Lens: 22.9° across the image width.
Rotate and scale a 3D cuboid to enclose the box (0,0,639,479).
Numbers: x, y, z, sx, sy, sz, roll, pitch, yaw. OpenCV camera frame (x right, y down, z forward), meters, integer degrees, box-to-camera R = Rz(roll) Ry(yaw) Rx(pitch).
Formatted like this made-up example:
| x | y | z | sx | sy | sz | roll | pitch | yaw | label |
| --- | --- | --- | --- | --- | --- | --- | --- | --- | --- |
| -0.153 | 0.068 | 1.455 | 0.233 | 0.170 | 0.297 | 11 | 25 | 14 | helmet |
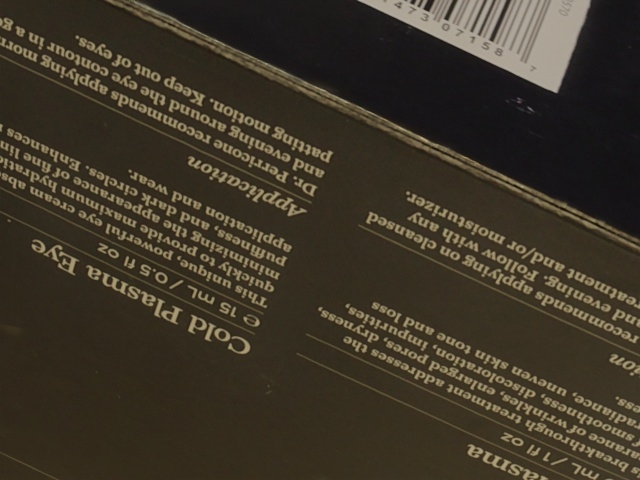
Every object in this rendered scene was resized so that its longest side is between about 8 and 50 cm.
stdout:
| x | y | z | sx | sy | sz | roll | pitch | yaw | label |
| --- | --- | --- | --- | --- | --- | --- | --- | --- | --- |
| 0.000 | 0.000 | 0.673 | 0.312 | 0.343 | 0.179 | 115 | 0 | -47 | box |
